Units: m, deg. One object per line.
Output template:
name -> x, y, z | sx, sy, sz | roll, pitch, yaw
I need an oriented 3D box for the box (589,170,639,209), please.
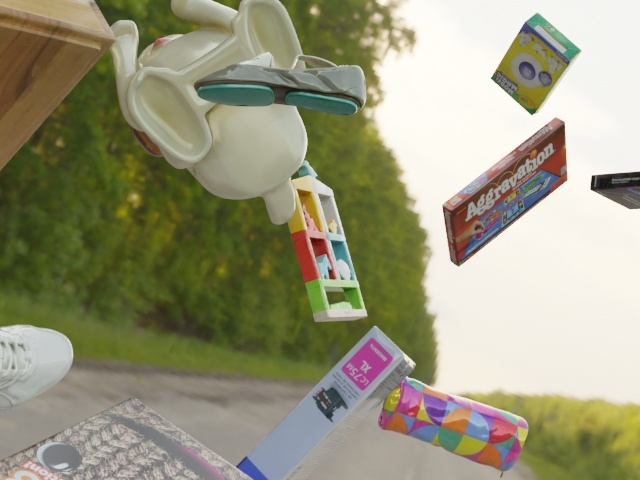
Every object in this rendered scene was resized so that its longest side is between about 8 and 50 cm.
box -> 0.513, -0.077, 1.923 | 0.116, 0.029, 0.162 | 20, -13, -40

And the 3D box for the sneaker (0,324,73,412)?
sneaker -> -0.342, 0.127, 1.260 | 0.232, 0.090, 0.115 | -6, -12, -41

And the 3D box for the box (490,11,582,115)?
box -> 0.360, -0.292, 2.136 | 0.105, 0.043, 0.179 | 44, -32, 12

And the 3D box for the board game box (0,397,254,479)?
board game box -> -0.208, 0.310, 1.245 | 0.232, 0.141, 0.291 | 30, 23, 19

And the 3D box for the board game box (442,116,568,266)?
board game box -> 0.327, -0.085, 2.184 | 0.027, 0.281, 0.145 | 36, -26, 38

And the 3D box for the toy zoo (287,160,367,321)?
toy zoo -> 0.000, 0.000, 2.231 | 0.030, 0.293, 0.192 | -19, -9, 20

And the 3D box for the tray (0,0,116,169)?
tray -> -0.446, -0.138, 1.480 | 0.202, 0.411, 0.076 | 4, 49, -56

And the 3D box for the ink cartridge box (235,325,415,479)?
ink cartridge box -> -0.012, 0.243, 1.567 | 0.065, 0.311, 0.186 | 42, -2, 13

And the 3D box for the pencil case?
pencil case -> 0.210, 0.289, 1.974 | 0.236, 0.104, 0.104 | 22, -5, -12

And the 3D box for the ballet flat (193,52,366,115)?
ballet flat -> -0.049, -0.199, 1.550 | 0.213, 0.068, 0.072 | 5, -18, -6

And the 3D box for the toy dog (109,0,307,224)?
toy dog -> -0.177, -0.234, 2.077 | 0.395, 0.284, 0.408 | 50, -9, -26
